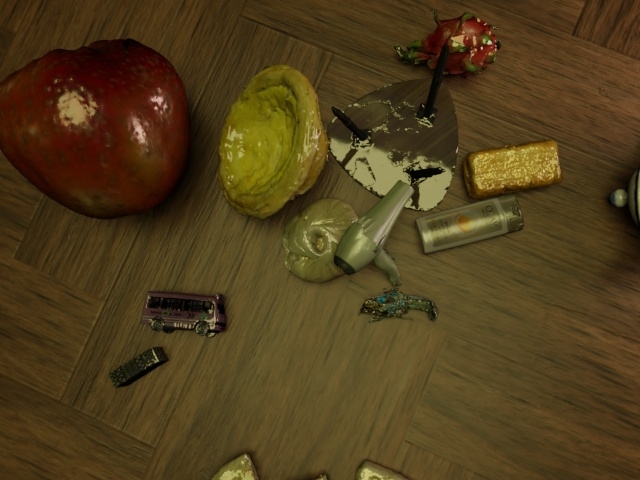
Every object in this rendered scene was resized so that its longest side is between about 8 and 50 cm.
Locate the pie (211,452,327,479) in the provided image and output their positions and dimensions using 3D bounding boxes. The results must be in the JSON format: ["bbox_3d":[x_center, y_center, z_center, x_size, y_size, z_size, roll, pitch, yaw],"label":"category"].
[{"bbox_3d":[-0.118,0.629,1.269,0.337,0.075,0.338,0,84,3],"label":"pie"}]

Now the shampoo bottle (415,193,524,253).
[{"bbox_3d":[0.331,-0.036,1.324,0.227,0.056,0.086,-13,79,2],"label":"shampoo bottle"}]

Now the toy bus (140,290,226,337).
[{"bbox_3d":[-0.301,0.161,1.327,0.178,0.087,0.099,5,78,6],"label":"toy bus"}]

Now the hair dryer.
[{"bbox_3d":[0.146,-0.015,1.250,0.088,0.224,0.219,33,101,45],"label":"hair dryer"}]

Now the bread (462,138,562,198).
[{"bbox_3d":[0.424,-0.159,1.318,0.210,0.083,0.114,-8,87,2],"label":"bread"}]

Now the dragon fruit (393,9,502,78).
[{"bbox_3d":[0.285,-0.443,1.341,0.235,0.135,0.137,15,91,23],"label":"dragon fruit"}]

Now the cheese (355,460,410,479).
[{"bbox_3d":[0.168,0.539,1.279,0.193,0.043,0.065,22,81,7],"label":"cheese"}]

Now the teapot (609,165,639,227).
[{"bbox_3d":[0.749,-0.091,1.229,0.279,0.252,0.424,2,59,40],"label":"teapot"}]

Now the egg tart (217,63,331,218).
[{"bbox_3d":[-0.096,-0.206,1.295,0.345,0.132,0.346,-8,79,45],"label":"egg tart"}]

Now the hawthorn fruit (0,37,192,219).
[{"bbox_3d":[-0.444,-0.217,1.252,0.402,0.403,0.403,0,84,3],"label":"hawthorn fruit"}]

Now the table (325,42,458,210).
[{"bbox_3d":[0.185,-0.226,1.257,0.317,0.249,0.318,0,84,4],"label":"table"}]

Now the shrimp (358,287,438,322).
[{"bbox_3d":[0.172,0.149,1.321,0.174,0.076,0.082,4,125,0],"label":"shrimp"}]

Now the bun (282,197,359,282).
[{"bbox_3d":[0.000,0.000,1.307,0.193,0.128,0.179,-22,84,3],"label":"bun"}]

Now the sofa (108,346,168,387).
[{"bbox_3d":[-0.407,0.284,1.333,0.117,0.060,0.039,-31,77,1],"label":"sofa"}]
